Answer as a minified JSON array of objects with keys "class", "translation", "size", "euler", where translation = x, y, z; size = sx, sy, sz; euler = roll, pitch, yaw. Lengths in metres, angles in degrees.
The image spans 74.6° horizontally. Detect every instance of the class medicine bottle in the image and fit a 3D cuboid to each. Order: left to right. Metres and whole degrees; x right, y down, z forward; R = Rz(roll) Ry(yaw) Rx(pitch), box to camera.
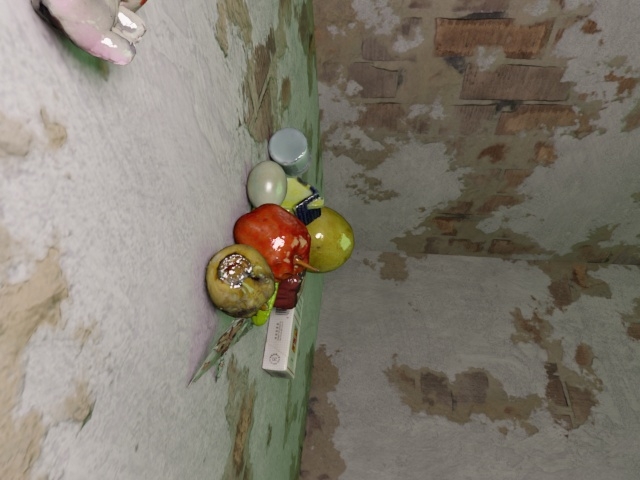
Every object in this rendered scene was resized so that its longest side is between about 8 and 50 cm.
[{"class":"medicine bottle","translation":[-0.101,-0.303,1.460],"size":[0.168,0.135,0.135],"euler":[46,47,-80]}]

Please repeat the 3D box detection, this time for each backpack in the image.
[{"class":"backpack","translation":[-0.121,0.108,1.393],"size":[0.229,0.139,0.229],"euler":[-173,-90,-80]}]

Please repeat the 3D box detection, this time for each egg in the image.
[{"class":"egg","translation":[-0.150,-0.149,1.179],"size":[0.114,0.114,0.152],"euler":[57,39,-79]}]

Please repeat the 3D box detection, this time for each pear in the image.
[{"class":"pear","translation":[0.000,0.000,1.838],"size":[0.304,0.304,0.303],"euler":[3,90,-84]}]

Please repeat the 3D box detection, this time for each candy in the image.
[{"class":"candy","translation":[-0.169,0.146,1.232],"size":[0.096,0.097,0.209],"euler":[73,22,-72]}]

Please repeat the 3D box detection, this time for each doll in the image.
[{"class":"doll","translation":[-0.234,-0.286,0.452],"size":[0.149,0.095,0.192],"euler":[95,0,-58]}]

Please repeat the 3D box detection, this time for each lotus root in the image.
[{"class":"lotus root","translation":[-0.176,0.103,0.962],"size":[0.278,0.154,0.154],"euler":[77,17,-66]}]

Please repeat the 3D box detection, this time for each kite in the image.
[{"class":"kite","translation":[-0.215,0.250,0.929],"size":[0.229,0.012,0.250],"euler":[-40,157,-49]}]

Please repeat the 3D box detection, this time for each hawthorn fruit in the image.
[{"class":"hawthorn fruit","translation":[-0.102,0.026,1.089],"size":[0.207,0.243,0.207],"euler":[-37,143,-35]}]

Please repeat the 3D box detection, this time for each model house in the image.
[{"class":"model house","translation":[-0.091,-0.092,1.320],"size":[0.194,0.212,0.170],"euler":[79,13,-70]}]

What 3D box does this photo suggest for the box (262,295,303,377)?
[{"class":"box","translation":[-0.138,0.348,1.620],"size":[0.210,0.095,0.330],"euler":[79,14,-64]}]
